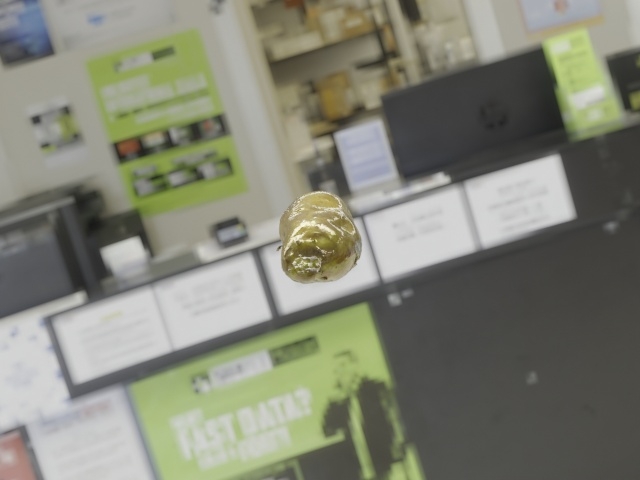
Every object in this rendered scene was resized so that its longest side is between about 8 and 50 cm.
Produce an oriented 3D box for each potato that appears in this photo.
[{"bbox_3d":[0.000,0.000,0.914,0.045,0.046,0.092,-55,13,15],"label":"potato"}]
